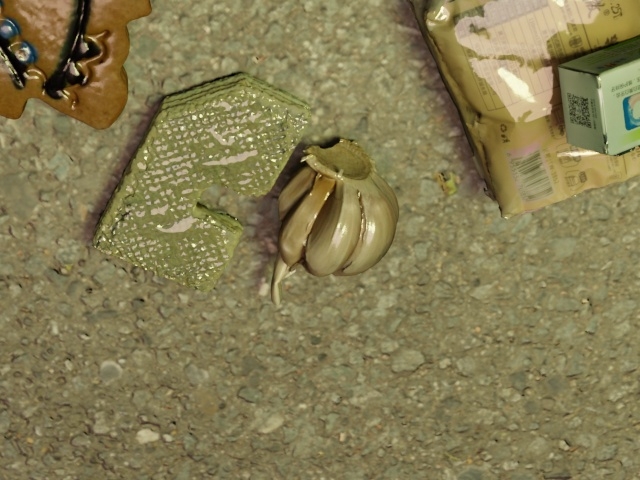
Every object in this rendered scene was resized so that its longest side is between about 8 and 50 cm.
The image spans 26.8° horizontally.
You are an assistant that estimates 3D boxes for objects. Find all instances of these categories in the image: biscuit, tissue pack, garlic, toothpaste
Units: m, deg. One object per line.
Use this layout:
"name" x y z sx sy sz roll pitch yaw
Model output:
"biscuit" -0.125 -0.064 1.397 0.147 0.046 0.250 25 116 -16
"tissue pack" 0.226 -0.164 1.316 0.215 0.123 0.256 -21 121 8
"biscuit" -0.314 -0.217 1.300 0.302 0.043 0.278 -13 120 4
"garlic" 0.000 0.000 1.392 0.127 0.131 0.194 39 113 9
"toothpaste" 0.378 -0.170 1.267 0.337 0.067 0.081 -21 114 -23
